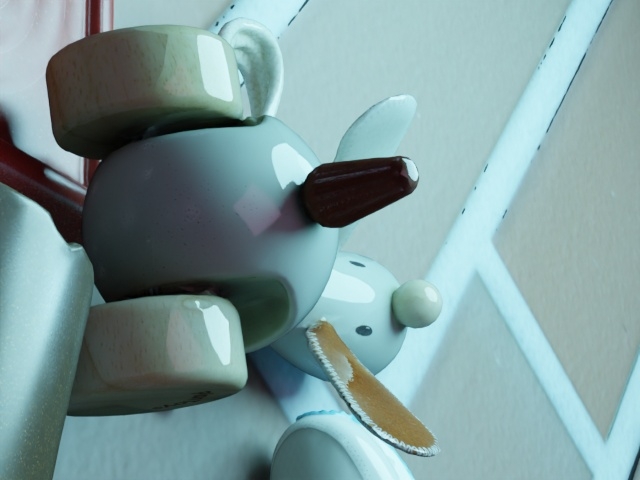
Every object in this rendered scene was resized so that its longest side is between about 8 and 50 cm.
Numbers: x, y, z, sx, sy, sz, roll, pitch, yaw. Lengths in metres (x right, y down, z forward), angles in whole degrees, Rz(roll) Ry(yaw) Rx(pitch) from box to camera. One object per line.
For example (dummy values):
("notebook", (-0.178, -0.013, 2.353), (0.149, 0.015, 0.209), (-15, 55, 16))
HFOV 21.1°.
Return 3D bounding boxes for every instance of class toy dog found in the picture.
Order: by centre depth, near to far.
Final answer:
("toy dog", (0.000, 0.000, 0.793), (0.334, 0.161, 0.220), (-29, 110, -69))

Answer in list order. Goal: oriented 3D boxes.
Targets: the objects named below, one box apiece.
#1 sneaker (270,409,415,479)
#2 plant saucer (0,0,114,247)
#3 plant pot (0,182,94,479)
("sneaker", (0.004, 0.195, 0.856), (0.092, 0.087, 0.228), (17, 62, -49))
("plant saucer", (-0.166, -0.129, 0.742), (0.259, 0.048, 0.258), (32, 50, -54))
("plant pot", (-0.158, 0.067, 0.590), (0.167, 0.167, 0.165), (42, 50, -38))
